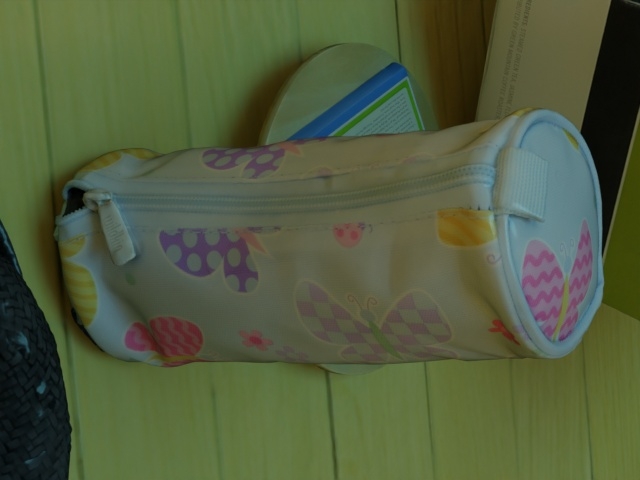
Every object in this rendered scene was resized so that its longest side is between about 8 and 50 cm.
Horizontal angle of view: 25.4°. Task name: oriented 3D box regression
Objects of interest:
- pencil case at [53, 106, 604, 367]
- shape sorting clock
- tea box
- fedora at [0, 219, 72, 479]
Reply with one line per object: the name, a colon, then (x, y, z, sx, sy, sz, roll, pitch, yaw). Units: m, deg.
pencil case: (0.000, 0.000, 0.694, 0.124, 0.273, 0.113, 56, 44, -40)
shape sorting clock: (0.022, -0.019, 0.884, 0.206, 0.040, 0.206, 5, 83, -51)
tea box: (0.325, -0.088, 0.976, 0.329, 0.323, 0.220, -31, 139, -44)
fedora: (-0.202, 0.056, 0.552, 0.334, 0.152, 0.334, 2, 87, -48)
